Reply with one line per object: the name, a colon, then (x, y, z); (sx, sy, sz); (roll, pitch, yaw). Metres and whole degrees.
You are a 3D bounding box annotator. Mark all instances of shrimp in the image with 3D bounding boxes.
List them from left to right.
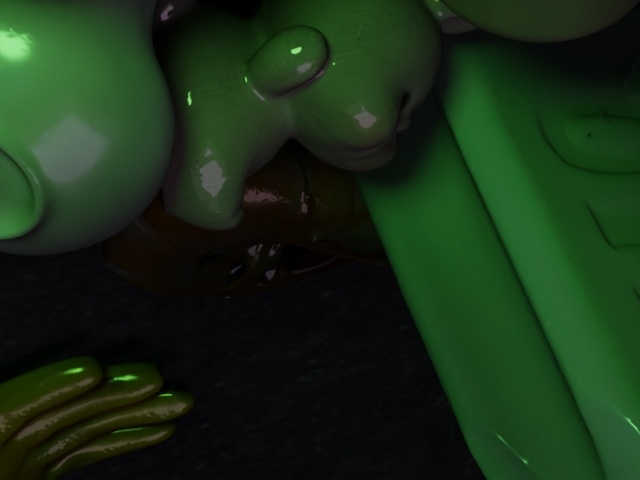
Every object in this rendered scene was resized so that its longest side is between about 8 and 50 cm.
shrimp: (0.000, 0.000, 1.114); (0.287, 0.063, 0.152); (7, 143, -41)

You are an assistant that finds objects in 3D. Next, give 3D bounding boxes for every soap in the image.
soap: (0.161, 0.043, 1.000); (0.208, 0.347, 0.115); (0, 147, -37)

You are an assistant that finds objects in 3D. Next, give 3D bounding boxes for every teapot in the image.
teapot: (-0.141, -0.049, 0.844); (0.145, 0.092, 0.226); (40, 134, -15)

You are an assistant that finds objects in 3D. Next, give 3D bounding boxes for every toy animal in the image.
toy animal: (0.016, -0.084, 0.910); (0.212, 0.124, 0.124); (-17, 154, -3)

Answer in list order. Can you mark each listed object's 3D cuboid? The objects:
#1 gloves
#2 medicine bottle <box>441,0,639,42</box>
gloves: (-0.216, 0.158, 1.213); (0.294, 0.116, 0.133); (-28, 161, -4)
medicine bottle: (0.100, -0.193, 0.770); (0.114, 0.114, 0.252); (-17, 151, -12)
